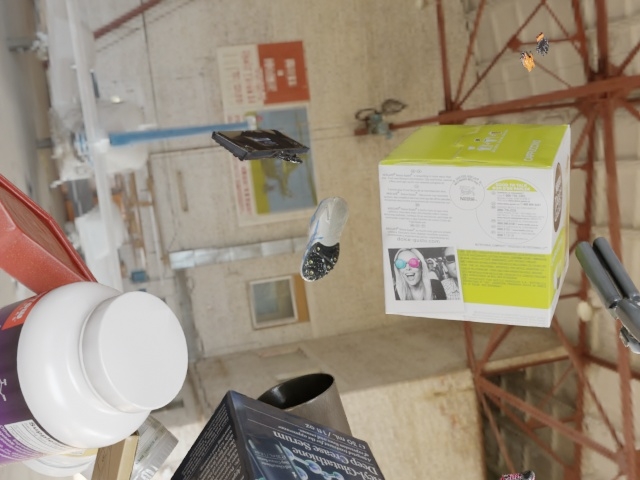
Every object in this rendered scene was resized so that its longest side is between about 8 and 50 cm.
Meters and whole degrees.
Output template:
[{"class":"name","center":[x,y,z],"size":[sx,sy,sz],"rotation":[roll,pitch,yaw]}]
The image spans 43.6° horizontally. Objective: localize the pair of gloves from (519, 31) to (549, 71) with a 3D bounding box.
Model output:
[{"class":"pair of gloves","center":[0.513,-0.451,1.918],"size":[0.010,0.083,0.074],"rotation":[47,5,38]}]

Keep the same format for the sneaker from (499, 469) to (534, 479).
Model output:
[{"class":"sneaker","center":[0.502,0.630,2.093],"size":[0.057,0.119,0.047],"rotation":[59,1,-15]}]

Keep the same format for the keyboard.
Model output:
[{"class":"keyboard","center":[-0.084,-0.146,1.278],"size":[0.108,0.180,0.023],"rotation":[31,-67,23]}]

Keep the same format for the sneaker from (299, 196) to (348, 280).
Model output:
[{"class":"sneaker","center":[0.000,0.000,1.851],"size":[0.086,0.085,0.237],"rotation":[-18,-140,43]}]

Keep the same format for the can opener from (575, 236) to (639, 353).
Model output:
[{"class":"can opener","center":[0.586,0.094,1.557],"size":[0.095,0.076,0.283],"rotation":[79,-4,-50]}]

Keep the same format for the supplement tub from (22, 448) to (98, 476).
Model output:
[{"class":"supplement tub","center":[-0.484,0.302,1.610],"size":[0.316,0.228,0.228],"rotation":[-57,-145,29]}]

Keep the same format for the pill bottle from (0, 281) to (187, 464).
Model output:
[{"class":"pill bottle","center":[-0.311,0.152,0.907],"size":[0.181,0.323,0.181],"rotation":[33,48,-47]}]

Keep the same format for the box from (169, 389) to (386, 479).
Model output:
[{"class":"box","center":[-0.037,0.456,1.209],"size":[0.212,0.293,0.395],"rotation":[-57,-154,13]}]

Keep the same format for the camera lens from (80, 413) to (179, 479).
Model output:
[{"class":"camera lens","center":[-0.533,0.513,2.047],"size":[0.274,0.219,0.219],"rotation":[39,-17,-1]}]

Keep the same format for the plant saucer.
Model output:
[{"class":"plant saucer","center":[-0.394,-0.009,1.071],"size":[0.258,0.047,0.259],"rotation":[45,-7,34]}]

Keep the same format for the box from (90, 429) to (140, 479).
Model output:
[{"class":"box","center":[-0.293,0.334,1.104],"size":[0.164,0.021,0.201],"rotation":[20,-82,66]}]

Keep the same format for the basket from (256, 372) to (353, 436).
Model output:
[{"class":"basket","center":[-0.011,0.403,1.612],"size":[0.204,0.154,0.227],"rotation":[-13,-77,48]}]

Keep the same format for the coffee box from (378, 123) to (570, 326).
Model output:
[{"class":"coffee box","center":[0.336,-0.049,1.683],"size":[0.337,0.338,0.334],"rotation":[-44,133,-60]}]
